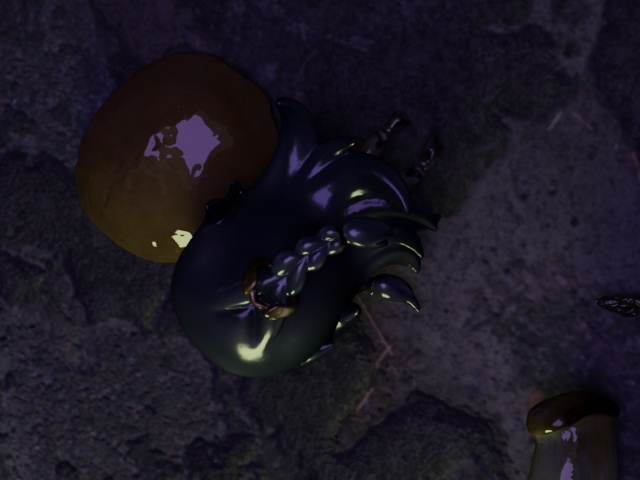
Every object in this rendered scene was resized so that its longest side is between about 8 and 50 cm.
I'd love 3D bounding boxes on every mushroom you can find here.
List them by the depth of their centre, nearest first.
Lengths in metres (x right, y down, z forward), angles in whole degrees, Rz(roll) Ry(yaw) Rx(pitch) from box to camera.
[{"bbox_3d":[0.218,0.283,1.432,0.081,0.100,0.312,16,105,53],"label":"mushroom"}]

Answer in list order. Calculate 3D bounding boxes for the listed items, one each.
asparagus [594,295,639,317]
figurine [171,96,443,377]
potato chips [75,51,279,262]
[{"bbox_3d":[0.355,0.056,1.397,0.233,0.022,0.023,-1,123,15],"label":"asparagus"},{"bbox_3d":[-0.015,0.003,1.426,0.175,0.197,0.265,42,112,26],"label":"figurine"},{"bbox_3d":[-0.139,-0.072,1.499,0.208,0.062,0.195,-12,97,13],"label":"potato chips"}]
